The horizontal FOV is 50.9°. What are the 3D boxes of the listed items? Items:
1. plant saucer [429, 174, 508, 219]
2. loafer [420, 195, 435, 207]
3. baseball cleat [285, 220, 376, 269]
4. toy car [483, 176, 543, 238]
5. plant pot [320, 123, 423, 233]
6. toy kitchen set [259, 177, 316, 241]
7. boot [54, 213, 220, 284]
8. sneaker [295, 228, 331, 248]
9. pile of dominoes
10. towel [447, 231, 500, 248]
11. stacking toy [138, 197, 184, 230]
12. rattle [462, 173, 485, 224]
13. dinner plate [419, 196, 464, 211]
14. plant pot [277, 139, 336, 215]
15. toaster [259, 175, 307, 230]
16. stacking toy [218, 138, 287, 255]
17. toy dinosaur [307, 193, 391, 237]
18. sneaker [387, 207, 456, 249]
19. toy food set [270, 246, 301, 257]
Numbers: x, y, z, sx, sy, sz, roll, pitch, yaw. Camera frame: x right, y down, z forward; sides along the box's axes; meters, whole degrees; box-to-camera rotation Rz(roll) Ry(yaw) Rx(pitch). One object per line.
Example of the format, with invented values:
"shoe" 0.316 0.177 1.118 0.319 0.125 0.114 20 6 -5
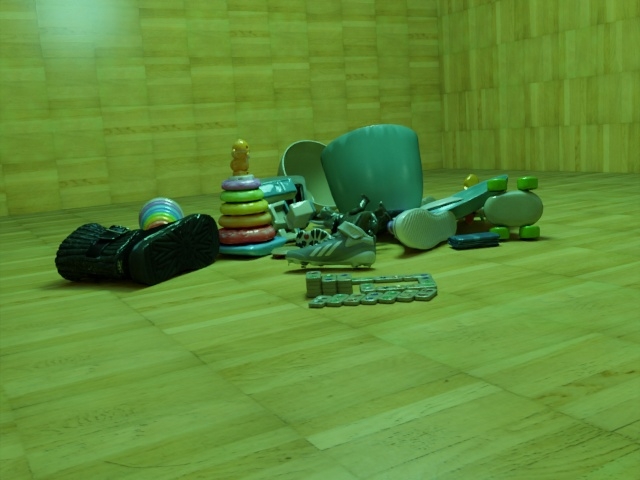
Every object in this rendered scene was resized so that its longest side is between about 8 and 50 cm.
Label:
"plant saucer" 0.407 -0.103 1.970 0.317 0.044 0.317 -27 4 2
"loafer" 0.380 -0.136 2.487 0.039 0.045 0.125 -5 9 41
"baseball cleat" 0.024 0.010 1.519 0.205 0.110 0.072 2 -4 5
"toy car" 0.507 -0.079 1.800 0.148 0.155 0.188 -2 -3 10
"plant pot" 0.163 -0.157 1.933 0.292 0.235 0.293 -10 -20 -4
"toy kitchen set" -0.083 -0.118 1.939 0.122 0.207 0.166 -14 -27 -29
"boot" -0.430 0.012 1.623 0.260 0.131 0.348 1 11 26
"sneaker" 0.000 0.000 1.737 0.071 0.068 0.170 0 7 -29
"pile of dominoes" 0.098 0.079 1.286 0.251 0.040 0.196 -4 9 1
"towel" 0.383 0.001 1.682 0.119 0.029 0.067 -6 10 -11
"stacking toy" -0.463 -0.028 1.941 0.141 0.141 0.330 -5 15 -10
"rattle" 0.485 -0.128 2.118 0.130 0.143 0.199 20 11 21
"dinner plate" 0.319 -0.097 1.831 0.141 0.017 0.141 -16 -5 -1
"plant pot" -0.046 -0.196 2.466 0.284 0.284 0.191 -10 -23 -35
"toaster" -0.126 -0.118 2.114 0.167 0.186 0.110 -5 -8 -15
"stacking toy" -0.205 -0.114 1.772 0.165 0.302 0.175 3 12 33
"toy dinosaur" 0.096 -0.032 1.735 0.160 0.121 0.313 -43 21 -3
"sneaker" 0.223 -0.025 1.733 0.161 0.102 0.282 -2 -2 34
"toy food set" -0.085 0.030 1.714 0.083 0.020 0.082 -5 9 -7
